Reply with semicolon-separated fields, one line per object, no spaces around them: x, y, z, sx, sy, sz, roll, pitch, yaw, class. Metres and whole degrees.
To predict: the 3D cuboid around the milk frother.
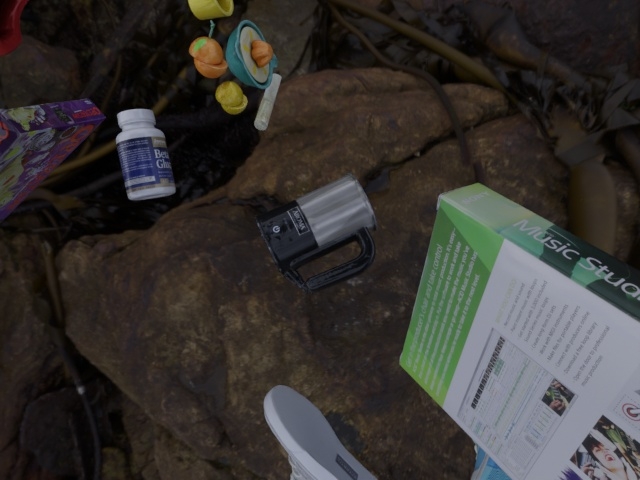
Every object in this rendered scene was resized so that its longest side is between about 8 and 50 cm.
0.000;0.000;0.602;0.135;0.143;0.129;-25;89;-5;milk frother

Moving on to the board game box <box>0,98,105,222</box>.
-0.521;-0.093;0.725;0.347;0.208;0.056;-35;108;18;board game box

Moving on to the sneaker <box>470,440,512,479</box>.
0.300;0.373;0.752;0.127;0.208;0.318;22;68;10;sneaker

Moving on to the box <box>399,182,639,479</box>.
0.206;0.125;0.369;0.059;0.232;0.322;-21;43;-30;box

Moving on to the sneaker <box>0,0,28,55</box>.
-0.283;-0.304;0.443;0.118;0.107;0.279;40;115;-19;sneaker

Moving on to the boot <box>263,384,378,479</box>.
-0.020;0.345;0.672;0.123;0.095;0.258;-42;87;21;boot

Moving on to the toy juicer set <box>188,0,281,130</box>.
-0.139;-0.341;0.919;0.090;0.329;0.209;-7;73;22;toy juicer set

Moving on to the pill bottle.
-0.354;-0.171;0.910;0.094;0.094;0.169;-10;94;14;pill bottle
